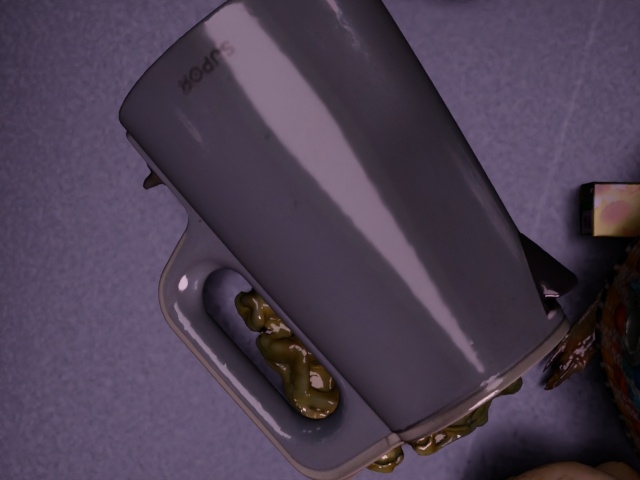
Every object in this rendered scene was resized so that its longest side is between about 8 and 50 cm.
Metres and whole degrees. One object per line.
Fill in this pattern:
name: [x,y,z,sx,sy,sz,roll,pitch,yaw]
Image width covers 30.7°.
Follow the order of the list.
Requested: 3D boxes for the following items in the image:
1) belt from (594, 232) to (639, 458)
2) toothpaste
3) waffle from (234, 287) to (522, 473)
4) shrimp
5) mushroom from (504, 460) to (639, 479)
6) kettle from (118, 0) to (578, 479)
belt: [0.273,0.083,0.655,0.207,0.160,0.295,-38,104,10]
toothpaste: [0.253,-0.018,0.726,0.178,0.043,0.037,1,88,0]
waffle: [0.044,0.043,0.729,0.169,0.036,0.183,-36,87,-4]
shrimp: [0.196,0.069,0.735,0.114,0.023,0.083,-43,91,-5]
mushroom: [0.155,0.187,0.679,0.148,0.148,0.112,45,56,2]
kettle: [0.000,0.000,0.650,0.210,0.160,0.243,-35,87,13]
